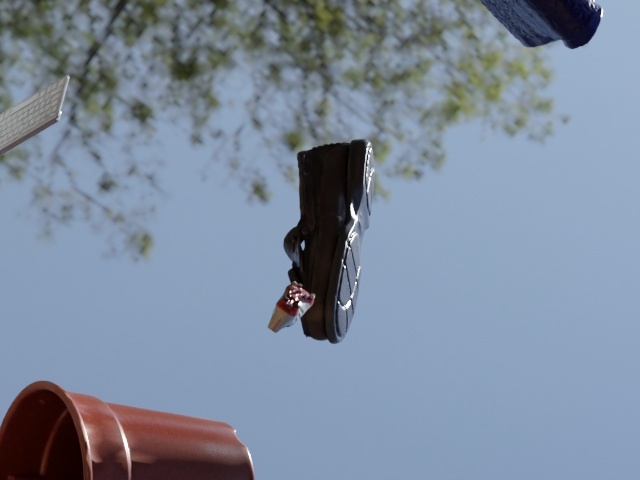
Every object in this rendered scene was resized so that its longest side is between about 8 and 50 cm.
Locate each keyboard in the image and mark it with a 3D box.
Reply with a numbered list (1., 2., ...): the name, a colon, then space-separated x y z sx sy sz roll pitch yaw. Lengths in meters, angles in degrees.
1. keyboard: -0.416 -0.139 2.044 0.256 0.014 0.072 -24 -131 35

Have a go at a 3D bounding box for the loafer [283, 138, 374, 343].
1. loafer: 0.000 0.000 1.785 0.095 0.109 0.303 1 -137 10

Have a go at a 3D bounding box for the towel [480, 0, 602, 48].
1. towel: 0.178 -0.340 1.743 0.076 0.308 0.227 -47 -168 -2

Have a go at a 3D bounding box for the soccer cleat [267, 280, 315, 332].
1. soccer cleat: -0.028 0.061 1.428 0.036 0.029 0.083 -54 178 15

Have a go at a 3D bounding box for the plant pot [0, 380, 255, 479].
1. plant pot: -0.243 0.321 1.995 0.272 0.265 0.272 -14 -108 52
